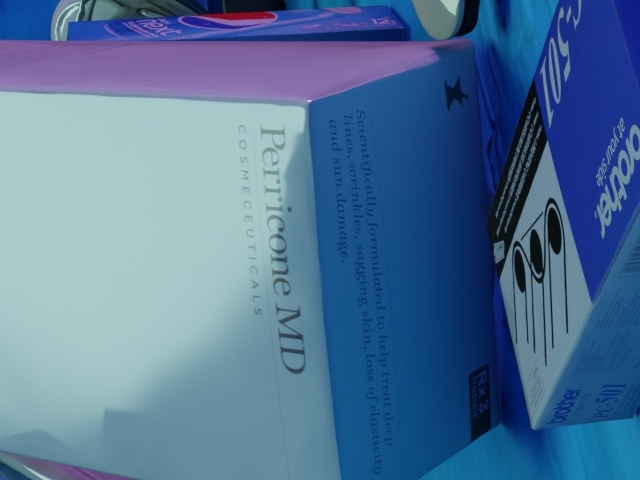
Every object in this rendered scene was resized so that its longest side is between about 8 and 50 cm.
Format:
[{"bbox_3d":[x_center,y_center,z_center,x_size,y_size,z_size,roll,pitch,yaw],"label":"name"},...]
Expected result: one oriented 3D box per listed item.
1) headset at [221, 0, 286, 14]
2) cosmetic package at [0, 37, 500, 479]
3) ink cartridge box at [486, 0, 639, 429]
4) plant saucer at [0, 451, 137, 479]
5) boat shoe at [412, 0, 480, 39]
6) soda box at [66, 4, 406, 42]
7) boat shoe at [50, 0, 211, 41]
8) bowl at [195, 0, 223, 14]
[{"bbox_3d":[-0.096,-0.302,1.346,0.243,0.185,0.394,-107,11,-76],"label":"headset"},{"bbox_3d":[-0.102,0.004,0.961,0.385,0.156,0.217,4,107,39],"label":"cosmetic package"},{"bbox_3d":[0.104,-0.017,0.626,0.207,0.046,0.097,99,163,-61],"label":"ink cartridge box"},{"bbox_3d":[-0.082,0.244,1.371,0.100,0.400,0.400,-54,-4,-16],"label":"plant saucer"},{"bbox_3d":[0.064,-0.163,0.860,0.049,0.042,0.133,-24,70,55],"label":"boat shoe"},{"bbox_3d":[-0.053,-0.104,1.111,0.067,0.210,0.071,-112,20,-68],"label":"soda box"},{"bbox_3d":[-0.178,-0.161,1.617,0.367,0.156,0.136,33,113,43],"label":"boat shoe"},{"bbox_3d":[-0.087,-0.131,1.842,0.391,0.077,0.391,175,90,-82],"label":"bowl"}]
